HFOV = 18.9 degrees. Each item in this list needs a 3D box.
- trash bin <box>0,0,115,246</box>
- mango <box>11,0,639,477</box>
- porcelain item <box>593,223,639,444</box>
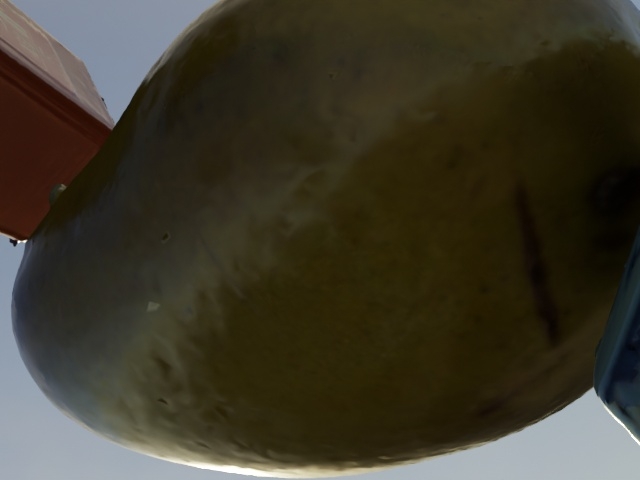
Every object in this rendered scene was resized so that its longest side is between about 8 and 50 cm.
[{"bbox_3d":[-0.270,-0.099,1.299,0.184,0.161,0.238,-42,-43,12],"label":"trash bin"},{"bbox_3d":[0.000,0.000,1.071,0.445,0.301,0.220,-23,32,28],"label":"mango"},{"bbox_3d":[0.275,0.013,0.816,0.157,0.285,0.281,-53,-19,-62],"label":"porcelain item"}]
